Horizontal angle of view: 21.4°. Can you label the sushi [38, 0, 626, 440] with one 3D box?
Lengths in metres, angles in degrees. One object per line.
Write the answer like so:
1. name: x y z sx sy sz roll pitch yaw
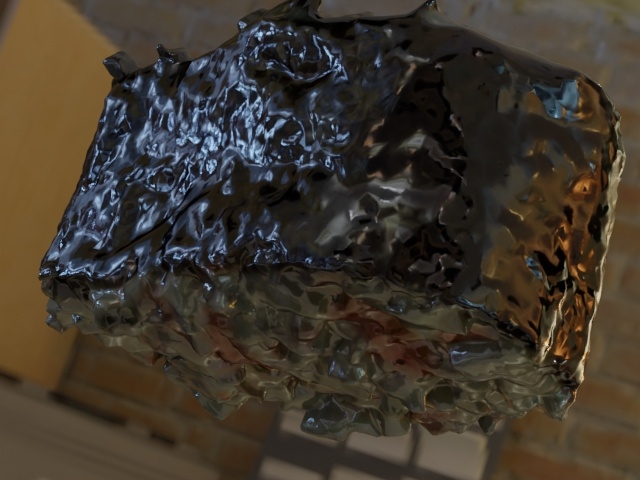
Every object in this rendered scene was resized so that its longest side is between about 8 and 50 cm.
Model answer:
1. sushi: 0.000 0.000 0.381 0.090 0.078 0.150 33 -22 -35
